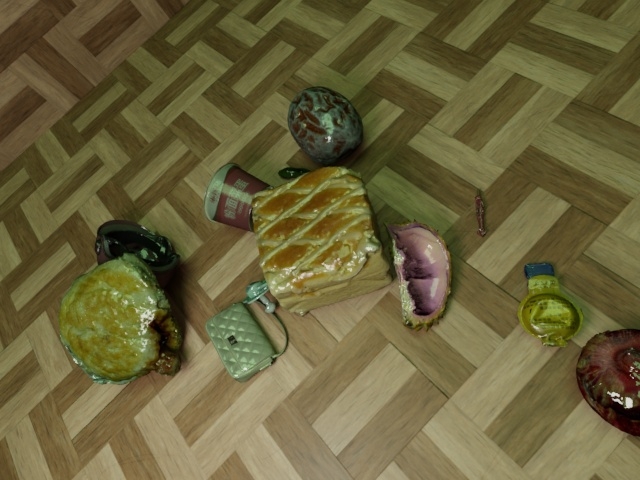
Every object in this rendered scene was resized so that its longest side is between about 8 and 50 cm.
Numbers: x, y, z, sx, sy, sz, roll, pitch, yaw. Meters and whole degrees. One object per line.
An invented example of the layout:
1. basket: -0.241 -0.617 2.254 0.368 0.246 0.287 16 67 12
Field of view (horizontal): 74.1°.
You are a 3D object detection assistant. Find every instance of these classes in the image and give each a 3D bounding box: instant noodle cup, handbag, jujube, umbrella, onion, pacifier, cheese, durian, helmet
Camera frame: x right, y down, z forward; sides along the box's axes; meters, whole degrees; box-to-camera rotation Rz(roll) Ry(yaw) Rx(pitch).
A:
1. instant noodle cup: -0.277 -0.143 1.523 0.179 0.235 0.234 23 75 18
2. handbag: -0.233 0.306 1.372 0.219 0.079 0.256 -34 60 -12
3. jujube: 0.020 -0.416 1.542 0.246 0.215 0.308 -47 61 -5
4. umbrella: 0.500 -0.089 1.326 0.027 0.025 0.165 4 67 -3
5. onion: 0.719 0.314 0.961 0.246 0.190 0.246 -21 46 23
6. pacifier: -0.183 0.182 1.381 0.127 0.150 0.116 -43 99 -27
7. cheese: 0.611 0.169 1.142 0.157 0.064 0.250 -3 55 17
8. durian: 0.294 0.100 1.265 0.191 0.112 0.341 -6 75 -16
9. helmet: -0.680 0.083 1.549 0.338 0.271 0.197 33 109 30

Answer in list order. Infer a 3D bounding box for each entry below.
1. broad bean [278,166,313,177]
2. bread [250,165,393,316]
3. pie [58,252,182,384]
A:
1. broad bean: -0.061 -0.238 1.589 0.227 0.039 0.069 26 82 27
2. bread: 0.000 0.000 1.321 0.390 0.279 0.371 -18 59 13
3. pie: -0.653 0.256 1.383 0.395 0.180 0.418 -13 101 13
